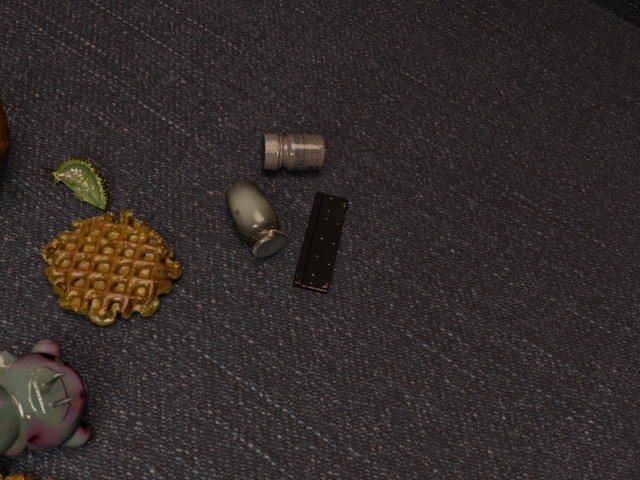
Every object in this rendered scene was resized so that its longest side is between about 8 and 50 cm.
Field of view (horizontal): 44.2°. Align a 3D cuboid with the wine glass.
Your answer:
[{"bbox_3d":[-0.170,-0.059,2.046,0.111,0.111,0.204,-19,63,-20],"label":"wine glass"}]

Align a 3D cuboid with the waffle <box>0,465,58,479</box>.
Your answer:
[{"bbox_3d":[-0.645,0.627,1.525,0.382,0.095,0.379,8,55,-1],"label":"waffle"}]

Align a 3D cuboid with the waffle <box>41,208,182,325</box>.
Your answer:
[{"bbox_3d":[-0.515,0.065,1.933,0.302,0.068,0.325,-32,66,-27],"label":"waffle"}]

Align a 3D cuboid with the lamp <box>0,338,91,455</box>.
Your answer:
[{"bbox_3d":[-0.619,0.339,1.610,0.301,0.247,0.247,-15,77,-46],"label":"lamp"}]

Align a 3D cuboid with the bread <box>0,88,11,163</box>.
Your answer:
[{"bbox_3d":[-0.960,-0.259,1.911,0.398,0.215,0.398,1,17,0],"label":"bread"}]

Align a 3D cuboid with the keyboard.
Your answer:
[{"bbox_3d":[0.000,0.000,2.091,0.101,0.018,0.309,14,56,-2],"label":"keyboard"}]

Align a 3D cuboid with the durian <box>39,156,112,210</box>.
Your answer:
[{"bbox_3d":[-0.626,-0.163,2.064,0.215,0.086,0.100,33,71,10],"label":"durian"}]

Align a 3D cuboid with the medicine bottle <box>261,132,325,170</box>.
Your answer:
[{"bbox_3d":[-0.076,-0.245,2.191,0.168,0.105,0.105,0,57,-10],"label":"medicine bottle"}]
